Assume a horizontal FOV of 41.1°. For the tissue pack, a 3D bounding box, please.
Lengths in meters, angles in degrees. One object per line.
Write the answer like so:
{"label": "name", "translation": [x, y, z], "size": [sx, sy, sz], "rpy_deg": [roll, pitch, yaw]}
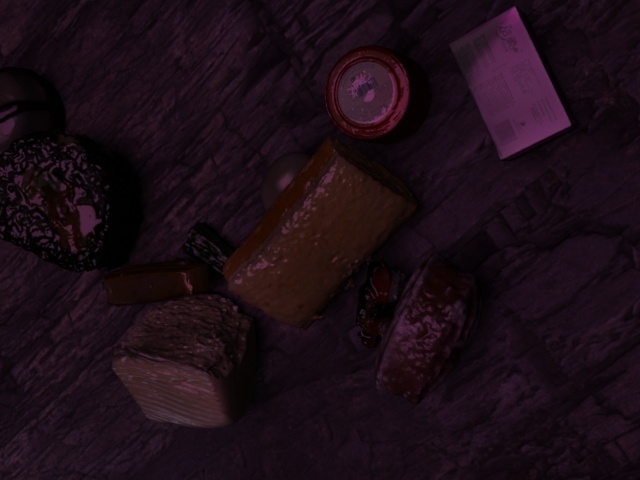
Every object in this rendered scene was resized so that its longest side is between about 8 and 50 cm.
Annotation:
{"label": "tissue pack", "translation": [0.362, -0.288, 1.587], "size": [0.148, 0.092, 0.246], "rpy_deg": [-26, 82, 26]}

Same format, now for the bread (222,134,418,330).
{"label": "bread", "translation": [0.000, 0.000, 1.719], "size": [0.236, 0.165, 0.375], "rpy_deg": [33, 110, -26]}

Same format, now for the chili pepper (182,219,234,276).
{"label": "chili pepper", "translation": [-0.201, 0.045, 1.904], "size": [0.227, 0.059, 0.088], "rpy_deg": [31, 101, 19]}

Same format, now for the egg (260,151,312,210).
{"label": "egg", "translation": [-0.065, -0.117, 1.794], "size": [0.114, 0.114, 0.152], "rpy_deg": [48, 111, 16]}

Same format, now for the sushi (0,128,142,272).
{"label": "sushi", "translation": [-0.593, -0.102, 1.992], "size": [0.351, 0.178, 0.294], "rpy_deg": [26, 101, 11]}

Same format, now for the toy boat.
{"label": "toy boat", "translation": [-0.378, 0.093, 1.958], "size": [0.310, 0.115, 0.089], "rpy_deg": [-10, 95, 27]}

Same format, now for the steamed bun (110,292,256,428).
{"label": "steamed bun", "translation": [-0.269, 0.252, 1.867], "size": [0.290, 0.272, 0.274], "rpy_deg": [8, 131, 27]}

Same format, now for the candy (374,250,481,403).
{"label": "candy", "translation": [0.206, 0.173, 1.623], "size": [0.157, 0.214, 0.290], "rpy_deg": [25, 104, 17]}

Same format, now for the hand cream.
{"label": "hand cream", "translation": [0.113, -0.287, 1.693], "size": [0.193, 0.125, 0.193], "rpy_deg": [2, 95, 24]}

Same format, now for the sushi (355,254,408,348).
{"label": "sushi", "translation": [0.124, 0.123, 1.725], "size": [0.103, 0.097, 0.226], "rpy_deg": [13, 124, 2]}

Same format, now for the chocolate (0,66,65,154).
{"label": "chocolate", "translation": [-0.792, -0.301, 2.100], "size": [0.283, 0.186, 0.284], "rpy_deg": [2, 94, 27]}
